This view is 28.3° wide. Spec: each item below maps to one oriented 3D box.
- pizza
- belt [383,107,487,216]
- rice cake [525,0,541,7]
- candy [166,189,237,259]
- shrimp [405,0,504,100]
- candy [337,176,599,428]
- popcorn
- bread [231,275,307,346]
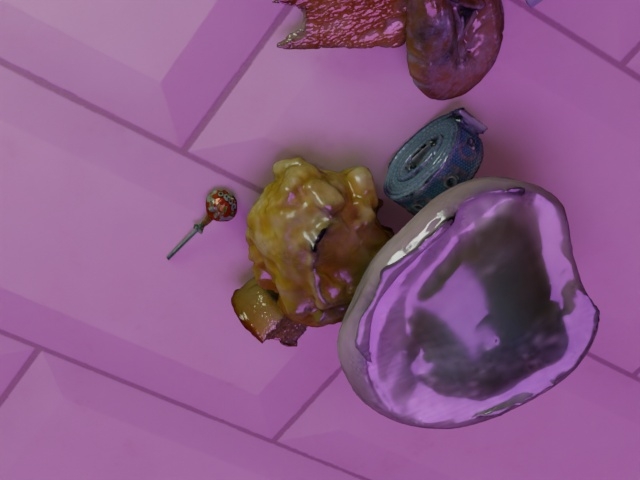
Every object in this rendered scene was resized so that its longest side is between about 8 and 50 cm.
[{"bbox_3d":[0.051,-0.347,1.872,0.262,0.034,0.181,-21,129,6],"label":"pizza"},{"bbox_3d":[0.181,-0.114,2.011,0.082,0.148,0.163,31,147,-28],"label":"belt"},{"bbox_3d":[0.370,-0.441,1.824,0.237,0.043,0.127,-28,127,15],"label":"rice cake"},{"bbox_3d":[-0.203,-0.020,2.119,0.055,0.049,0.184,48,122,-1],"label":"candy"},{"bbox_3d":[0.196,-0.337,1.858,0.168,0.077,0.317,-28,139,-18],"label":"shrimp"},{"bbox_3d":[0.224,0.110,1.987,0.427,0.186,0.386,-35,113,1],"label":"candy"},{"bbox_3d":[0.000,0.000,2.042,0.252,0.215,0.286,-9,126,9],"label":"popcorn"},{"bbox_3d":[-0.088,0.117,2.181,0.086,0.125,0.156,-43,157,17],"label":"bread"}]
